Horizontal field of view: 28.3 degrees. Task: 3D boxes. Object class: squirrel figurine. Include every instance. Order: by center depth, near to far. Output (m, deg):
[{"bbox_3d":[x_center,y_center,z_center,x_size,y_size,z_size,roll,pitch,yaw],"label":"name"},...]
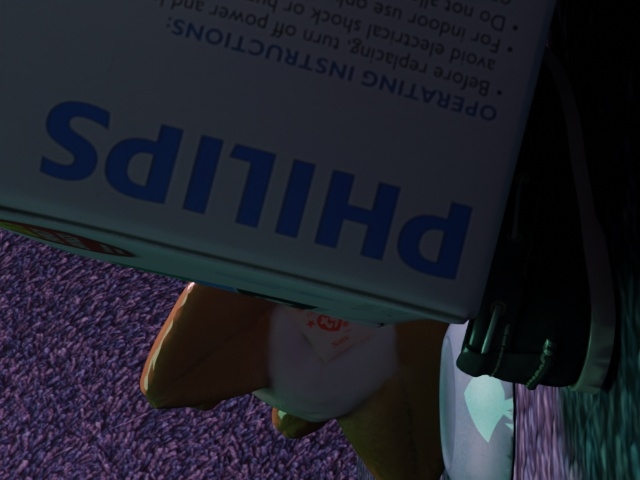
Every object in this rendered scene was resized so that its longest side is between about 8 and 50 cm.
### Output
[{"bbox_3d":[0.000,0.000,1.248,0.370,0.281,0.397,-120,47,-77],"label":"squirrel figurine"}]

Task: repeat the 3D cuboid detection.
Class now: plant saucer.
[{"bbox_3d":[0.115,0.125,0.979,0.195,0.037,0.195,-179,90,-89],"label":"plant saucer"}]

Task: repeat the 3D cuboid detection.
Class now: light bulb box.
[{"bbox_3d":[-0.014,-0.152,0.636,0.358,0.225,0.361,127,157,-85],"label":"light bulb box"}]

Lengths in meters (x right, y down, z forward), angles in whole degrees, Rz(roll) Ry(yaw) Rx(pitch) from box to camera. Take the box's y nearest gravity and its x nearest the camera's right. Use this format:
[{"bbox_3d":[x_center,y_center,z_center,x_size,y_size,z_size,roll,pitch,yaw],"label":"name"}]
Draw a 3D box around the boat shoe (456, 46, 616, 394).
[{"bbox_3d":[0.103,-0.024,0.681,0.084,0.079,0.233,89,-178,-50],"label":"boat shoe"}]
